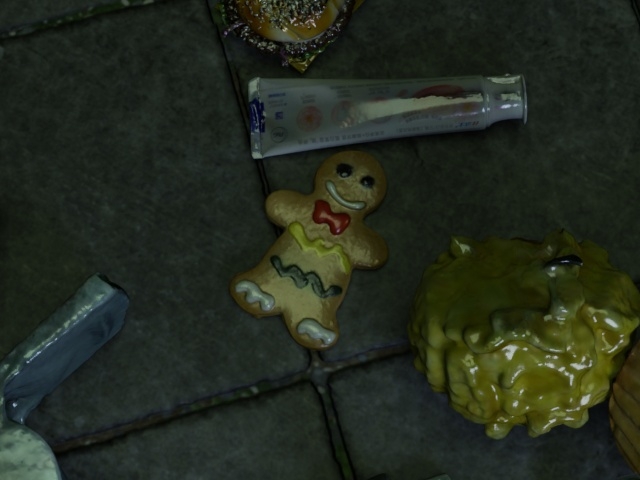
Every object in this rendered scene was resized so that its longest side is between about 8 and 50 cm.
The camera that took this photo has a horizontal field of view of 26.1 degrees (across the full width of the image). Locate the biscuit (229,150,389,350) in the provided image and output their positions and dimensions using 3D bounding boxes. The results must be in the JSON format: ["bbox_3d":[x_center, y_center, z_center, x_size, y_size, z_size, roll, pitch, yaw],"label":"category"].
[{"bbox_3d":[0.000,0.000,1.588,0.158,0.035,0.240,25,76,3],"label":"biscuit"}]

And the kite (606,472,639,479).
[{"bbox_3d":[0.317,0.338,1.436,0.012,0.229,0.250,-17,30,-34],"label":"kite"}]

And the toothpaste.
[{"bbox_3d":[0.077,-0.154,1.620,0.323,0.066,0.100,-3,79,2],"label":"toothpaste"}]

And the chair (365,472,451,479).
[{"bbox_3d":[0.094,0.332,1.419,0.274,0.203,0.191,-23,87,1],"label":"chair"}]

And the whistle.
[{"bbox_3d":[-0.336,0.215,1.451,0.188,0.168,0.405,12,70,1],"label":"whistle"}]

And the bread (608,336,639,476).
[{"bbox_3d":[0.422,0.173,1.454,0.274,0.274,0.149,-41,49,-12],"label":"bread"}]

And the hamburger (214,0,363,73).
[{"bbox_3d":[-0.032,-0.301,1.640,0.164,0.093,0.189,26,74,6],"label":"hamburger"}]

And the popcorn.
[{"bbox_3d":[0.215,0.085,1.470,0.249,0.225,0.249,-6,52,8],"label":"popcorn"}]
